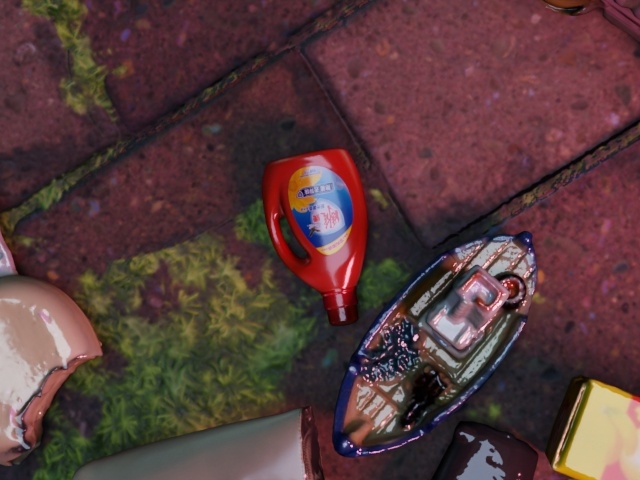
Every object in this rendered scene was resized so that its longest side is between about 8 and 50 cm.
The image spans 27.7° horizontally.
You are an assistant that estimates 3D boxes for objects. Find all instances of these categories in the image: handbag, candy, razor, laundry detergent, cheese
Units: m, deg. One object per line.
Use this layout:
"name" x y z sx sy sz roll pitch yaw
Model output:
"handbag" -0.076 0.271 1.130 0.315 0.109 0.241 -13 69 27
"candy" 0.337 0.203 1.117 0.276 0.146 0.088 22 90 7
"razor" 0.139 0.240 1.185 0.090 0.054 0.148 23 90 5
"laundry detergent" 0.000 0.000 1.223 0.097 0.049 0.165 -12 86 14
"cheese" -0.320 0.082 1.250 0.163 0.071 0.249 -39 83 3

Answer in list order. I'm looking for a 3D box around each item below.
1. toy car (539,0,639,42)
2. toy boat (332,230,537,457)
"toy car" 0.320 -0.265 1.100 0.336 0.242 0.226 38 94 7
"toy boat" 0.104 0.092 1.169 0.114 0.115 0.262 41 92 9
